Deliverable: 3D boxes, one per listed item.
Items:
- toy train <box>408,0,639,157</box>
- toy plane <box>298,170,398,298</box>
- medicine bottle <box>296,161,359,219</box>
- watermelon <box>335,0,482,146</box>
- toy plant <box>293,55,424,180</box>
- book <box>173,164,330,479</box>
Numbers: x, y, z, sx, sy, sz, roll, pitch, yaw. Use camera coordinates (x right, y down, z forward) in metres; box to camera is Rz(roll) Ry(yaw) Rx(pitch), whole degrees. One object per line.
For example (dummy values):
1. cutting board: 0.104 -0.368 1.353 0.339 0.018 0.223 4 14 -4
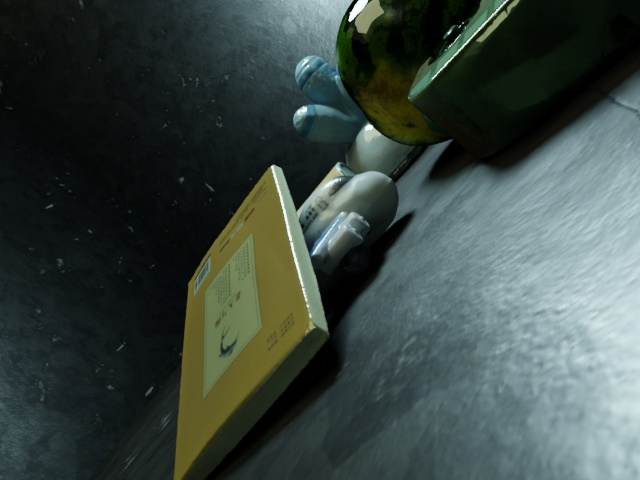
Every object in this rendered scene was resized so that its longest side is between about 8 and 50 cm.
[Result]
1. toy train: 0.223 -0.213 0.532 0.326 0.129 0.159 -43 13 40
2. toy plane: 0.004 0.004 0.755 0.267 0.122 0.267 -45 6 6
3. medicine bottle: -0.057 0.017 1.151 0.426 0.108 0.108 -48 5 21
4. watermelon: 0.154 -0.275 0.788 0.269 0.269 0.269 -48 5 6
5. toy plant: 0.071 -0.283 1.175 0.247 0.332 0.247 -48 3 3
6. book: -0.109 0.081 0.677 0.269 0.032 0.389 -51 28 20
